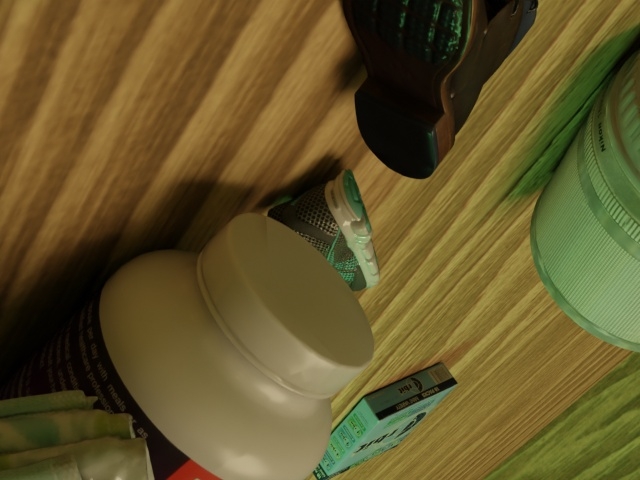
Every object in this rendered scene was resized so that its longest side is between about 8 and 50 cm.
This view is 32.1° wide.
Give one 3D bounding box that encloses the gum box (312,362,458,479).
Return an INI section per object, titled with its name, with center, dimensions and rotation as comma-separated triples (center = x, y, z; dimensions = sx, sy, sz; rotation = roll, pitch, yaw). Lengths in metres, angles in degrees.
[gum box]
center = 0.084, 0.253, 1.541
dimensions = 0.157, 0.041, 0.184
rotation = -18, 153, -39

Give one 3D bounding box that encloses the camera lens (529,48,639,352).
[camera lens]
center = 0.323, -0.039, 0.994
dimensions = 0.219, 0.219, 0.274
rotation = -27, 159, -21

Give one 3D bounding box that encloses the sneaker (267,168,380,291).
[sneaker]
center = 0.000, 0.000, 0.833
dimensions = 0.076, 0.065, 0.166
rotation = -18, 156, 1

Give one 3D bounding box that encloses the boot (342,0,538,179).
[boot]
center = 0.073, -0.137, 0.632
dimensions = 0.106, 0.082, 0.219
rotation = -50, 163, -25

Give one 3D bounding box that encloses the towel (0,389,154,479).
[towel]
center = -0.254, 0.249, 0.629
dimensions = 0.374, 0.090, 0.320
rotation = -12, 127, -4

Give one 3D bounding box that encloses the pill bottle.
[pill bottle]
center = -0.120, 0.132, 0.741
dimensions = 0.323, 0.181, 0.181
rotation = -43, 159, 21
